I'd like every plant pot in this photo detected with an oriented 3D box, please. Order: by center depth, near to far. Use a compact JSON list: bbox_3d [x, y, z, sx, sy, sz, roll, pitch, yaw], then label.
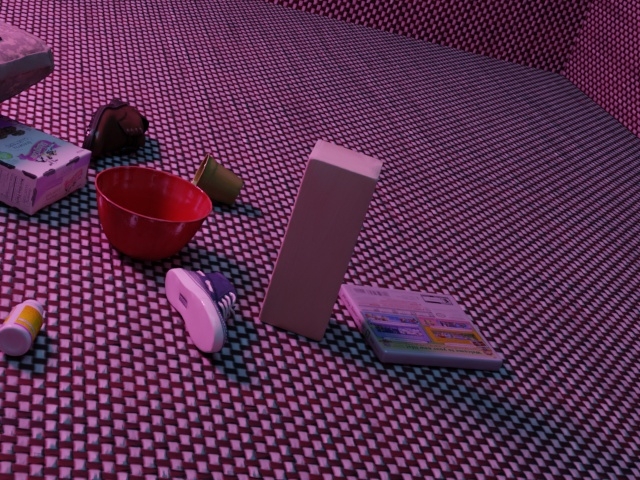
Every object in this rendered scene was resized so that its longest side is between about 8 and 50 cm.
[{"bbox_3d":[-0.182,-0.101,1.855,0.079,0.083,0.083,26,22,-13],"label":"plant pot"}]

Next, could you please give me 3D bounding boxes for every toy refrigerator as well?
[{"bbox_3d":[0.000,0.000,1.523,0.102,0.269,0.094,18,24,2],"label":"toy refrigerator"}]

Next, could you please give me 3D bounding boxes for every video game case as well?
[{"bbox_3d":[0.154,0.136,1.646,0.212,0.023,0.193,7,26,-25],"label":"video game case"}]

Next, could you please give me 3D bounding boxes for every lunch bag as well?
[{"bbox_3d":[-0.602,-0.270,1.677,0.287,0.169,0.235,-5,16,23],"label":"lunch bag"}]

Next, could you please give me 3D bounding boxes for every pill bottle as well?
[{"bbox_3d":[-0.373,0.107,1.308,0.043,0.043,0.083,17,25,-4],"label":"pill bottle"}]

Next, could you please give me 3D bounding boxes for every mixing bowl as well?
[{"bbox_3d":[-0.267,-0.032,1.609,0.181,0.098,0.181,16,24,-7],"label":"mixing bowl"}]

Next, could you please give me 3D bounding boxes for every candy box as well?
[{"bbox_3d":[-0.498,-0.129,1.684,0.196,0.070,0.165,23,24,10],"label":"candy box"}]

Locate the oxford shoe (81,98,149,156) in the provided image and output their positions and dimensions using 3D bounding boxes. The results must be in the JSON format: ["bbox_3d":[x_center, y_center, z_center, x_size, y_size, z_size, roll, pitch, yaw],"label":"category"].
[{"bbox_3d":[-0.369,-0.200,1.916,0.096,0.083,0.227,24,25,1],"label":"oxford shoe"}]

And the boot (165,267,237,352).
[{"bbox_3d":[-0.148,0.092,1.466,0.086,0.069,0.190,1,28,-29],"label":"boot"}]
